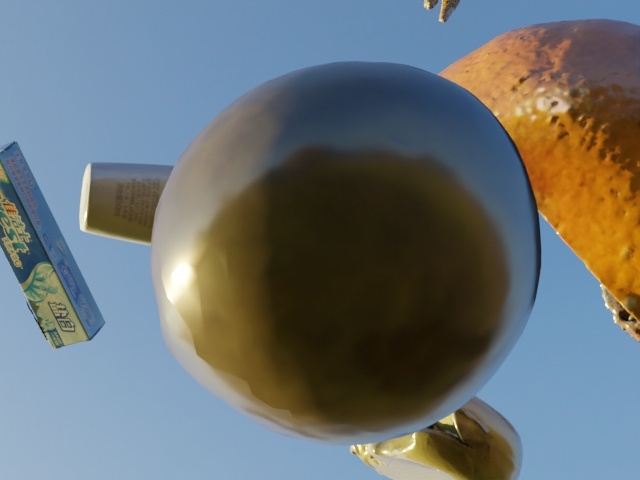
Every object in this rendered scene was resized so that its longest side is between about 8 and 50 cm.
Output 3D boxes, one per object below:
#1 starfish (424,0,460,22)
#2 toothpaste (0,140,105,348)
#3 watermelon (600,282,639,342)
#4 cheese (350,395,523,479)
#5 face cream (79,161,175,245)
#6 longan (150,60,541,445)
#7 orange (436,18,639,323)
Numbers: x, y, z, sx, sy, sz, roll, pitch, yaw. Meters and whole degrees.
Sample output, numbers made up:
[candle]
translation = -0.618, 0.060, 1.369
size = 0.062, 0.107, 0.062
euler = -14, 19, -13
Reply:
[starfish]
translation = 0.140, -0.290, 1.199
size = 0.130, 0.133, 0.041
euler = -17, -41, -19
[toothpaste]
translation = -0.369, 0.010, 1.452
size = 0.066, 0.053, 0.272
euler = -14, -70, 23
[watermelon]
translation = 0.523, 0.082, 1.620
size = 0.256, 0.193, 0.140
euler = 18, -42, -13
[cheese]
translation = 0.127, 0.211, 1.174
size = 0.175, 0.091, 0.202
euler = 26, -20, -5
[face cream]
translation = -0.134, -0.032, 1.109
size = 0.198, 0.057, 0.084
euler = 8, -94, -20
[longan]
translation = 0.015, 0.009, 0.554
size = 0.198, 0.198, 0.212
euler = -9, -34, 0
[orange]
translation = 0.231, -0.043, 0.896
size = 0.310, 0.274, 0.274
euler = 19, -41, 30
